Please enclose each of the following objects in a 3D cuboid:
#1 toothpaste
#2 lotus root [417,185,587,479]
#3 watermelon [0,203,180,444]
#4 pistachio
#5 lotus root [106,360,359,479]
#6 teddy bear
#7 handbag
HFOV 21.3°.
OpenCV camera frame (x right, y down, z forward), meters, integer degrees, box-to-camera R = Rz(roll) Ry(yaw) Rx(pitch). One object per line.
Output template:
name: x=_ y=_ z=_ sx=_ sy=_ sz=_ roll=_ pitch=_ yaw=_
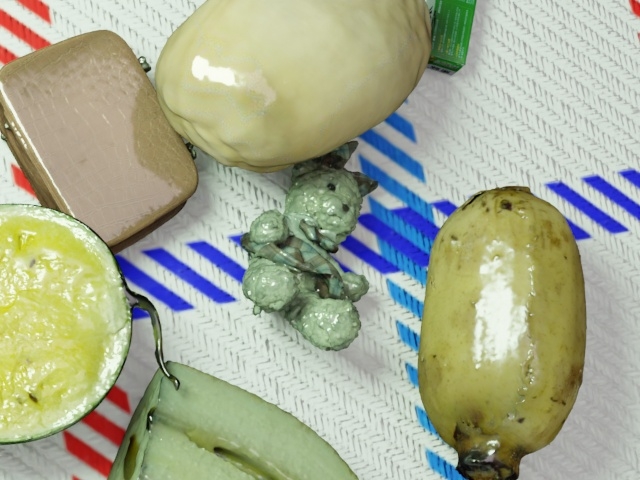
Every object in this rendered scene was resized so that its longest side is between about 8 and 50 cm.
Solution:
toothpaste: x=0.134 y=-0.257 z=1.708 sx=0.043 sy=0.037 sz=0.178 roll=15 pitch=74 yaw=-16
lotus root: x=0.168 y=0.091 z=1.574 sx=0.146 sy=0.160 sz=0.284 roll=14 pitch=71 yaw=-19
watermelon: x=-0.265 y=0.077 z=1.466 sx=0.232 sy=0.127 sz=0.204 roll=-18 pitch=79 yaw=-16
pistachio: x=-0.025 y=-0.169 z=1.549 sx=0.187 sy=0.187 sz=0.299 roll=53 pitch=48 yaw=0
lotus root: x=-0.065 y=0.279 z=1.478 sx=0.260 sy=0.149 sz=0.267 roll=22 pitch=53 yaw=-16
teddy bear: x=-0.016 y=0.012 z=1.580 sx=0.133 sy=0.111 sz=0.213 roll=41 pitch=43 yaw=-26
handbag: x=-0.203 y=-0.092 z=1.555 sx=0.151 sy=0.072 sz=0.193 roll=-31 pitch=86 yaw=-20
